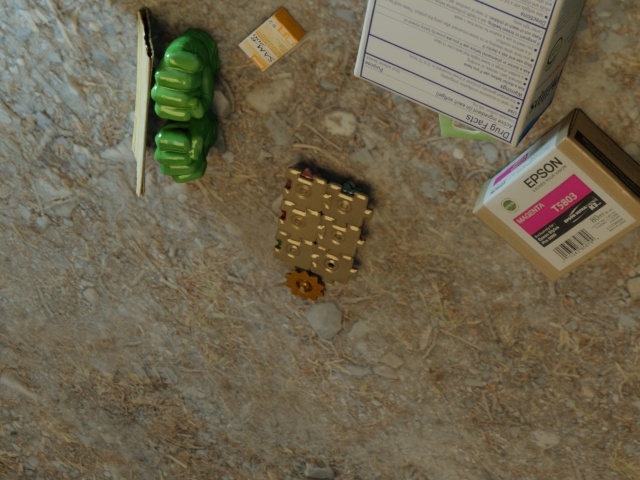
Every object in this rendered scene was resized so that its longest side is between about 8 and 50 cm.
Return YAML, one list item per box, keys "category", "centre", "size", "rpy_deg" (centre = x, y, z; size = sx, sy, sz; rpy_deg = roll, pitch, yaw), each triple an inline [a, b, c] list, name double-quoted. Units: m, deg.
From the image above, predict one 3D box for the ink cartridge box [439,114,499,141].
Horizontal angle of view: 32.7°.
- category: "ink cartridge box"
  centre: [0.237, -0.262, 1.696]
  size: [0.108, 0.062, 0.209]
  rpy_deg: [8, 129, 24]

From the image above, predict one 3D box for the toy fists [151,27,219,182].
- category: "toy fists"
  centre: [-0.234, -0.226, 1.914]
  size: [0.096, 0.142, 0.279]
  rpy_deg: [18, 133, 13]

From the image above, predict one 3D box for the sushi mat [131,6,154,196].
- category: "sushi mat"
  centre: [-0.319, -0.242, 1.952]
  size: [0.019, 0.151, 0.317]
  rpy_deg: [-2, 134, -15]

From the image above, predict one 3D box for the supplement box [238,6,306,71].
- category: "supplement box"
  centre: [-0.081, -0.335, 1.818]
  size: [0.062, 0.036, 0.098]
  rpy_deg: [46, 133, -13]

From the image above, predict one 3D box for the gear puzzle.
- category: "gear puzzle"
  centre: [0.000, 0.000, 2.059]
  size: [0.175, 0.044, 0.339]
  rpy_deg: [21, 136, 9]

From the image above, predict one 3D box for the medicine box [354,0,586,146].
- category: "medicine box"
  centre: [0.213, -0.321, 1.501]
  size: [0.263, 0.149, 0.289]
  rpy_deg: [27, 134, 18]

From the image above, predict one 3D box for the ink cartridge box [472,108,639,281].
- category: "ink cartridge box"
  centre: [0.394, -0.066, 1.762]
  size: [0.193, 0.088, 0.234]
  rpy_deg: [39, 135, -9]
